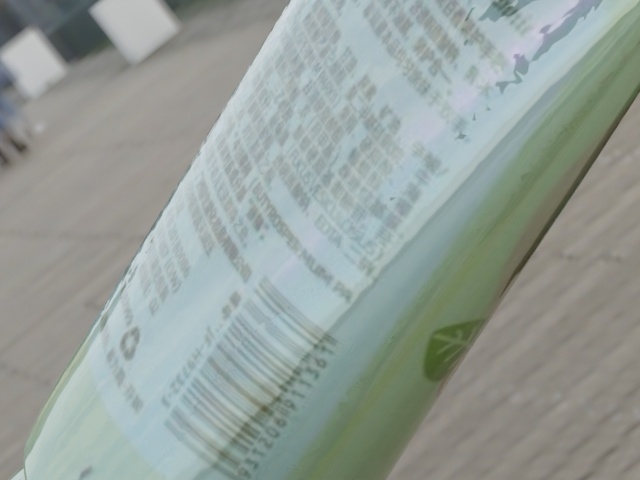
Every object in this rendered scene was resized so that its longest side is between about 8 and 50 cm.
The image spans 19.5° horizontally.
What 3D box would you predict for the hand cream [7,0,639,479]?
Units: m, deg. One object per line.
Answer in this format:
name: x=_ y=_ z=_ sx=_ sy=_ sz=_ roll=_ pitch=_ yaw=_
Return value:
hand cream: x=0.000 y=0.000 z=0.494 sx=0.306 sy=0.093 sz=0.147 roll=-60 pitch=31 yaw=25
